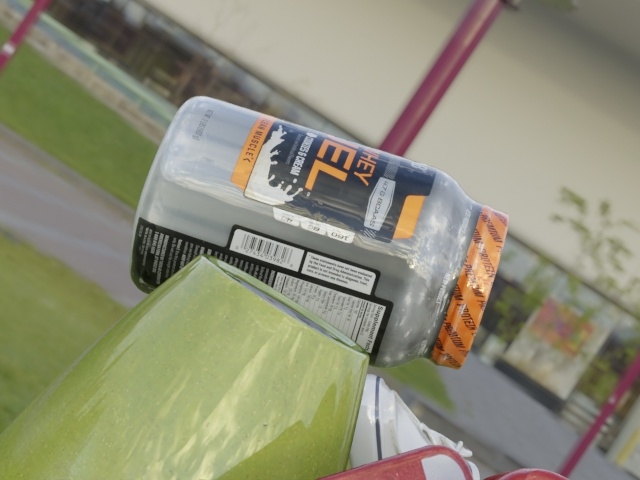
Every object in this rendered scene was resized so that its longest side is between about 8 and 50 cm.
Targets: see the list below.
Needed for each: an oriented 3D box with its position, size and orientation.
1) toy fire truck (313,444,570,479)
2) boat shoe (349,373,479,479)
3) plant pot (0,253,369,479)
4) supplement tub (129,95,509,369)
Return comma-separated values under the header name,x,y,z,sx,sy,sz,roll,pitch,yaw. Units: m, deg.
name,x,y,z,sx,sy,sz,roll,pitch,yaw
toy fire truck,0.040,0.272,0.838,0.254,0.302,0.169,-10,-9,-33
boat shoe,0.087,0.200,1.214,0.096,0.088,0.267,-83,160,-46
plant pot,-0.099,0.167,0.997,0.275,0.293,0.275,31,1,0
supplement tub,0.000,0.000,1.339,0.316,0.193,0.193,18,0,2
